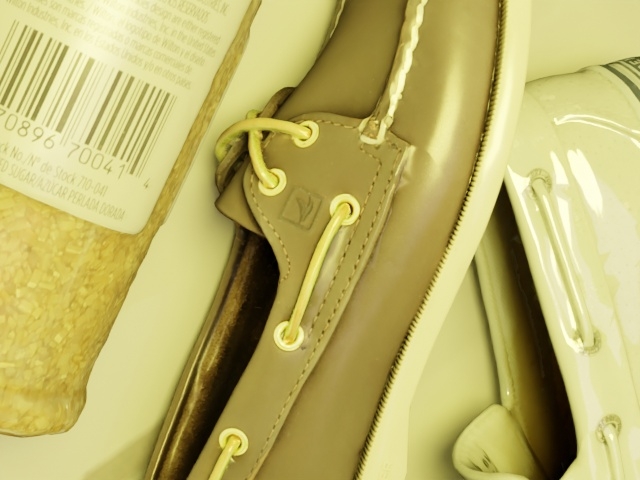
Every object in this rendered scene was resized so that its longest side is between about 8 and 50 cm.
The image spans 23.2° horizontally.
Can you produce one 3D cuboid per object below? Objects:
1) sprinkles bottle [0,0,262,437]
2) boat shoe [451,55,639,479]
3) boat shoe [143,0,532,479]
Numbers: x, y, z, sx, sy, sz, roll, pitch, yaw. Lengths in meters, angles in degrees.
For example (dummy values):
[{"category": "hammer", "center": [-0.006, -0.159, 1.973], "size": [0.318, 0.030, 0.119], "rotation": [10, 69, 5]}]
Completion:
[{"category": "sprinkles bottle", "center": [-0.077, -0.108, 0.586], "size": [0.121, 0.121, 0.355], "rotation": [23, 95, -24]}, {"category": "boat shoe", "center": [0.107, 0.109, 0.706], "size": [0.156, 0.136, 0.367], "rotation": [-11, 105, -18]}, {"category": "boat shoe", "center": [0.000, 0.000, 0.649], "size": [0.096, 0.116, 0.324], "rotation": [12, 101, -19]}]
